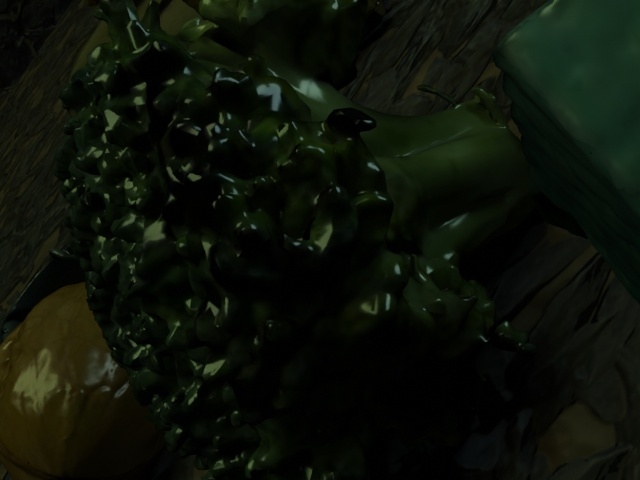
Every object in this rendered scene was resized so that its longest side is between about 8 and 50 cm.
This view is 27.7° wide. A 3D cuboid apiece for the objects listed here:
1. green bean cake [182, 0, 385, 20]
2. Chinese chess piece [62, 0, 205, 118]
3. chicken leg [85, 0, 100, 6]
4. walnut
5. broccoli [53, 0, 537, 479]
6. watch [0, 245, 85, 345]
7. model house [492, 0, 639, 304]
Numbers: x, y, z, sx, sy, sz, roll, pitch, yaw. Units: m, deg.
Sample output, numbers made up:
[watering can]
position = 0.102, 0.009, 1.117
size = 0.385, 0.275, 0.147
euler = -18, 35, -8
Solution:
[green bean cake]
position = -0.052, -0.281, 1.275
size = 0.131, 0.224, 0.229
euler = -46, 20, 20
[Chinese chess piece]
position = -0.178, -0.253, 1.590
size = 0.338, 0.140, 0.338
euler = -44, 23, 24
[chicken leg]
position = -0.259, -0.345, 1.610
size = 0.101, 0.085, 0.207
euler = -60, 9, 18
[walnut]
position = -0.196, 0.126, 1.078
size = 0.159, 0.159, 0.206
euler = -42, 31, 28
[broccoli]
position = 0.003, 0.009, 0.781
size = 0.281, 0.347, 0.293
euler = -28, 62, -14
[watch]
position = -0.285, 0.088, 1.420
size = 0.193, 0.068, 0.206
euler = -43, 28, 17
[model house]
position = 0.241, -0.029, 0.432
size = 0.280, 0.248, 0.230
euler = -41, -16, 4
